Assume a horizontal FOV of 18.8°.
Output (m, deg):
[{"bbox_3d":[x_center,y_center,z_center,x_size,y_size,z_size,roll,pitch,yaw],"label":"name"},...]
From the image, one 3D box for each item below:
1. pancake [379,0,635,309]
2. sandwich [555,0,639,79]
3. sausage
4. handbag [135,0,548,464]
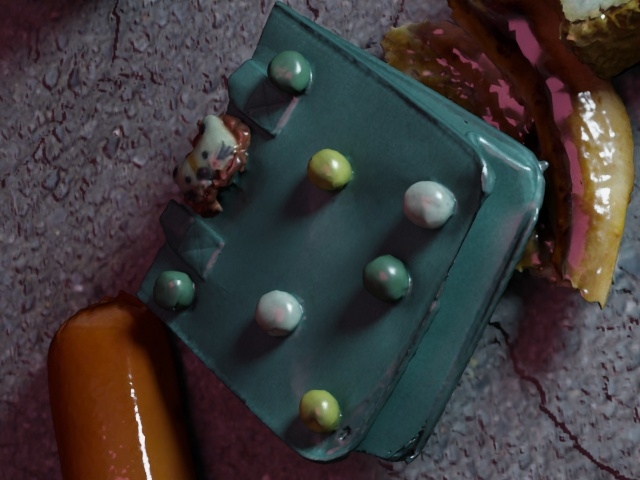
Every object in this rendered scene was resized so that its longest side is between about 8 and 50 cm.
[{"bbox_3d":[0.135,-0.088,1.391,0.257,0.056,0.212,25,95,30],"label":"pancake"},{"bbox_3d":[0.280,-0.267,1.308,0.273,0.095,0.249,-18,65,25],"label":"sandwich"},{"bbox_3d":[-0.142,0.203,1.481,0.097,0.094,0.348,-21,72,21],"label":"sausage"},{"bbox_3d":[-0.002,0.001,1.397,0.274,0.100,0.268,39,112,34],"label":"handbag"}]
